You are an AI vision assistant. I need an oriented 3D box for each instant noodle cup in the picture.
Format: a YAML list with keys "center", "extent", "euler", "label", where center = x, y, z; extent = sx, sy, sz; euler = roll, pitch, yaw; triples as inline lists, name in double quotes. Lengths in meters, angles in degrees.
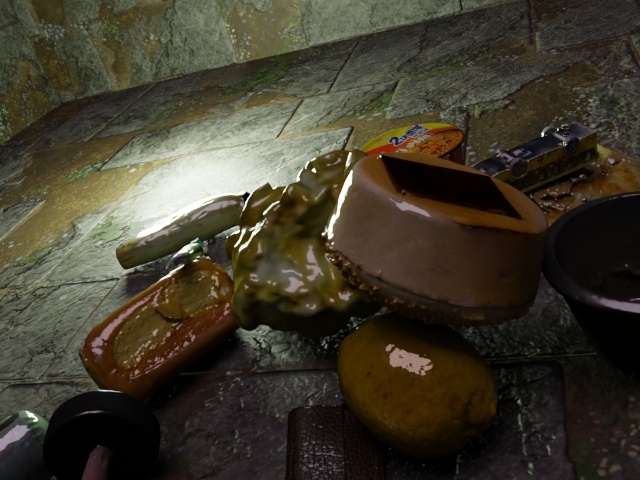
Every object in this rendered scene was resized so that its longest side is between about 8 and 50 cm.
- center: [0.189, -0.107, 1.271]
  extent: [0.213, 0.174, 0.213]
  euler: [-14, 28, 8]
  label: "instant noodle cup"

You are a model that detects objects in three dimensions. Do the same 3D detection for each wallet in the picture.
- center: [0.016, 0.296, 0.818]
  extent: [0.133, 0.039, 0.243]
  euler: [-11, 32, 8]
  label: "wallet"

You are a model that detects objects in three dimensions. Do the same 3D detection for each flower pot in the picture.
- center: [0.427, 0.066, 0.853]
  extent: [0.269, 0.166, 0.269]
  euler: [-12, 31, 7]
  label: "flower pot"

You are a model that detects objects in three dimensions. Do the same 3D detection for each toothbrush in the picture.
- center: [-0.246, 0.025, 1.268]
  extent: [0.042, 0.040, 0.418]
  euler: [-32, 7, -3]
  label: "toothbrush"

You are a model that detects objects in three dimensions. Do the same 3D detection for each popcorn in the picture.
- center: [0.005, 0.012, 1.108]
  extent: [0.334, 0.293, 0.292]
  euler: [-24, -15, 6]
  label: "popcorn"

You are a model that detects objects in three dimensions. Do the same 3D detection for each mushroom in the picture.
- center: [-0.307, -0.029, 1.516]
  extent: [0.333, 0.087, 0.107]
  euler: [-22, 30, -2]
  label: "mushroom"

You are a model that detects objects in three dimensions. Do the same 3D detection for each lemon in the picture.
- center: [0.118, 0.179, 0.827]
  extent: [0.170, 0.170, 0.207]
  euler: [-34, 51, -26]
  label: "lemon"

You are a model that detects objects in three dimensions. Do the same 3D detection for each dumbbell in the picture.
- center: [-0.288, 0.316, 0.839]
  extent: [0.152, 0.152, 0.218]
  euler: [-18, 29, 0]
  label: "dumbbell"

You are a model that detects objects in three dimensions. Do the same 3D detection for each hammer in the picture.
- center: [-0.538, 0.321, 1.030]
  extent: [0.206, 0.119, 0.335]
  euler: [-34, 26, -26]
  label: "hammer"

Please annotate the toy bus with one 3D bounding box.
- center: [0.378, -0.139, 1.167]
  extent: [0.226, 0.074, 0.081]
  euler: [-24, 28, -7]
  label: "toy bus"

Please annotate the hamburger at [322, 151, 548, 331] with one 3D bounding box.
- center: [0.147, 0.004, 0.846]
  extent: [0.302, 0.170, 0.302]
  euler: [12, 24, -6]
  label: "hamburger"

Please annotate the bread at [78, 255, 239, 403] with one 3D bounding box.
- center: [-0.262, 0.155, 1.111]
  extent: [0.288, 0.152, 0.119]
  euler: [-37, -4, -32]
  label: "bread"

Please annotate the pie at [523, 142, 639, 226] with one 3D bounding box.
- center: [0.433, -0.077, 1.181]
  extent: [0.339, 0.077, 0.339]
  euler: [-14, 29, 8]
  label: "pie"
